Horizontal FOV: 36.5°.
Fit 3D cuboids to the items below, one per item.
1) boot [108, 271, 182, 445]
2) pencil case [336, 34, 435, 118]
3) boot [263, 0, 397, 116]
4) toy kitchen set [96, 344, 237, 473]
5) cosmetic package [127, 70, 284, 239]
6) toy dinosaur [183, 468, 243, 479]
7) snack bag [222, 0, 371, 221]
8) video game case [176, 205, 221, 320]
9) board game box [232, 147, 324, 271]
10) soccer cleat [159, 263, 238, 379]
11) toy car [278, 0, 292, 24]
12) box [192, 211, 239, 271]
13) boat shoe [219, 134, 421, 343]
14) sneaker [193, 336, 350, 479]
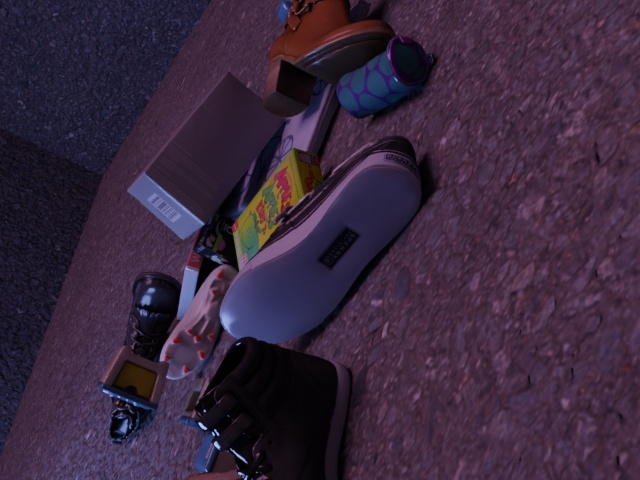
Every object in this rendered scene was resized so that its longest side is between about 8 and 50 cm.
[{"bbox_3d":[-0.309,0.207,1.682,0.229,0.091,0.263,-84,10,-45],"label":"boot"},{"bbox_3d":[0.078,-0.206,1.230,0.151,0.064,0.070,158,119,-63],"label":"pencil case"},{"bbox_3d":[0.023,-0.317,1.408,0.283,0.109,0.220,-25,47,57],"label":"boot"},{"bbox_3d":[-0.189,0.215,1.234,0.207,0.166,0.122,-18,48,65],"label":"toy kitchen set"},{"bbox_3d":[-0.178,-0.136,1.533,0.238,0.127,0.107,-54,13,-29],"label":"cosmetic package"},{"bbox_3d":[-0.173,0.356,1.095,0.296,0.127,0.200,-62,11,-12],"label":"toy dinosaur"},{"bbox_3d":[-0.043,-0.200,1.589,0.323,0.037,0.343,-18,50,64],"label":"snack bag"},{"bbox_3d":[-0.190,-0.025,1.678,0.204,0.025,0.285,112,173,-59],"label":"video game case"},{"bbox_3d":[-0.060,-0.035,1.371,0.181,0.043,0.092,-49,40,38],"label":"board game box"},{"bbox_3d":[-0.184,0.127,1.505,0.196,0.068,0.076,-59,12,-7],"label":"soccer cleat"},{"bbox_3d":[-0.008,-0.560,1.815,0.238,0.210,0.219,-43,-11,-36],"label":"toy car"},{"bbox_3d":[-0.146,0.003,1.523,0.052,0.083,0.062,-24,43,62],"label":"box"},{"bbox_3d":[-0.003,-0.003,1.113,0.306,0.113,0.105,-51,16,27],"label":"boat shoe"},{"bbox_3d":[-0.059,0.219,0.916,0.104,0.146,0.296,-44,28,41],"label":"sneaker"}]
